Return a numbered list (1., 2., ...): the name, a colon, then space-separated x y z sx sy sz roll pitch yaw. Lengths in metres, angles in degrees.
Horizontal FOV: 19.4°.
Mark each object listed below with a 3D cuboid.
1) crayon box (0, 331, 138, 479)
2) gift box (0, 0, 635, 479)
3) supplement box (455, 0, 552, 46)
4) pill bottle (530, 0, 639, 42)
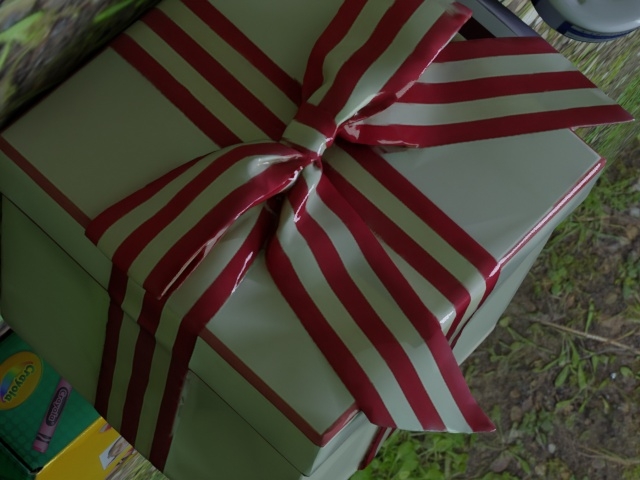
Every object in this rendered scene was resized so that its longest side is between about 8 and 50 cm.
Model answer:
1. crayon box: -0.126 0.073 1.255 0.278 0.081 0.165 -42 168 -29
2. gift box: 0.000 0.000 1.007 0.255 0.276 0.258 -49 169 -25
3. supplement box: 0.073 -0.086 1.495 0.239 0.073 0.130 -51 168 13
4. pill bottle: 0.220 -0.214 1.487 0.112 0.112 0.187 -48 180 3
